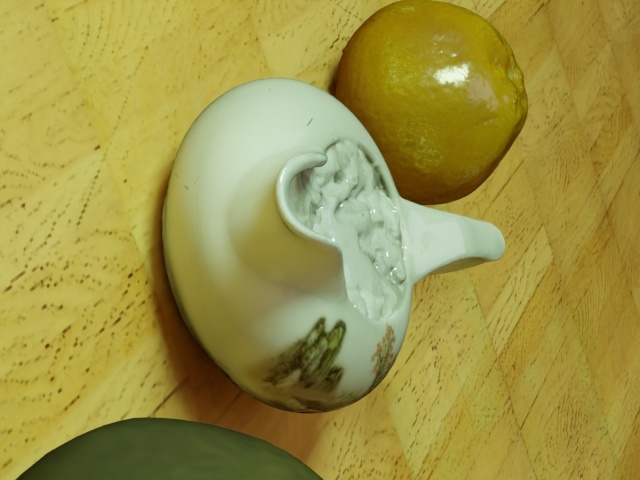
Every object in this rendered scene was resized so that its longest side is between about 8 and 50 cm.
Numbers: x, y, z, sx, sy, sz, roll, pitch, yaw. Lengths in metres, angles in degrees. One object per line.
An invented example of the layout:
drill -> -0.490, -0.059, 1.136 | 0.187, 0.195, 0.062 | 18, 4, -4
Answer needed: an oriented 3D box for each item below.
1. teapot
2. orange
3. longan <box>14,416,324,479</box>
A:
teapot -> 0.000, 0.000, 0.998 | 0.298, 0.139, 0.204 | 1, 75, -65
orange -> 0.085, -0.105, 1.237 | 0.159, 0.136, 0.159 | 48, 34, -48
longan -> -0.054, 0.195, 0.693 | 0.248, 0.248, 0.248 | 41, 43, -53
